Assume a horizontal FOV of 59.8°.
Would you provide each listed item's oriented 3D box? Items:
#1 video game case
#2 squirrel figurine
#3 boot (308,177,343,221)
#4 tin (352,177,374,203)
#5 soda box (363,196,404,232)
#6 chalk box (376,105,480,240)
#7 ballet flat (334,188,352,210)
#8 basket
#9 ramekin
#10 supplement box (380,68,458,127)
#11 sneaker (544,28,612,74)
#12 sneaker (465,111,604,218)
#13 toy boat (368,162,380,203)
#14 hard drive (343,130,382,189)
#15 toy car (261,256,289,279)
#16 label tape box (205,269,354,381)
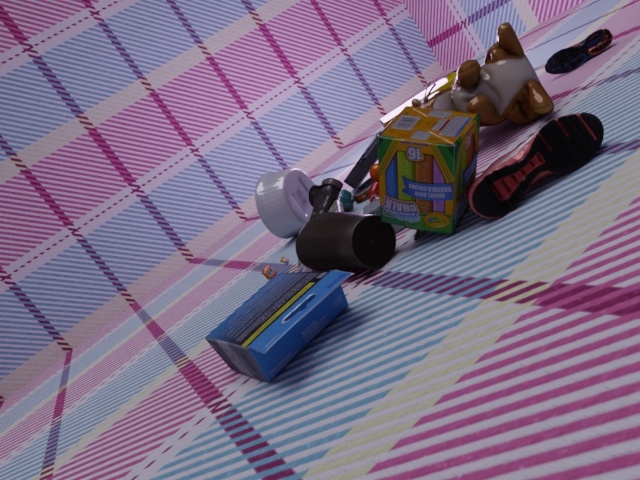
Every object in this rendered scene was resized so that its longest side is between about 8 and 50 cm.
[{"bbox_3d":[0.000,0.000,1.654,0.226,0.026,0.206,-55,12,16],"label":"video game case"},{"bbox_3d":[0.479,-0.424,1.721,0.371,0.280,0.397,-28,-2,23],"label":"squirrel figurine"},{"bbox_3d":[-0.017,-0.096,2.023,0.228,0.091,0.263,-69,12,-20],"label":"boot"},{"bbox_3d":[0.187,-0.200,2.116,0.106,0.040,0.189,-31,13,36],"label":"tin"},{"bbox_3d":[0.256,-0.116,1.491,0.286,0.091,0.098,-32,12,13],"label":"soda box"},{"bbox_3d":[0.249,-0.134,1.275,0.179,0.288,0.180,12,40,27],"label":"chalk box"},{"bbox_3d":[0.084,-0.138,2.113,0.068,0.072,0.213,-60,4,19],"label":"ballet flat"},{"bbox_3d":[0.073,0.002,1.403,0.205,0.154,0.227,-25,11,-24],"label":"basket"},{"bbox_3d":[-0.119,-0.155,2.208,0.135,0.277,0.277,-17,20,32],"label":"ramekin"},{"bbox_3d":[0.431,-0.469,2.115,0.357,0.195,0.194,-32,14,11],"label":"supplement box"},{"bbox_3d":[0.873,-0.630,1.889,0.221,0.083,0.087,-24,2,19],"label":"sneaker"},{"bbox_3d":[0.438,-0.172,1.183,0.314,0.115,0.136,-33,11,6],"label":"sneaker"},{"bbox_3d":[0.203,-0.171,1.691,0.151,0.151,0.231,-33,13,7],"label":"toy boat"},{"bbox_3d":[0.184,-0.312,2.205,0.236,0.064,0.339,-55,0,6],"label":"hard drive"},{"bbox_3d":[-0.147,0.084,1.876,0.041,0.060,0.122,14,48,30],"label":"toy car"},{"bbox_3d":[-0.077,0.181,1.210,0.249,0.115,0.348,-41,17,-25],"label":"label tape box"}]
